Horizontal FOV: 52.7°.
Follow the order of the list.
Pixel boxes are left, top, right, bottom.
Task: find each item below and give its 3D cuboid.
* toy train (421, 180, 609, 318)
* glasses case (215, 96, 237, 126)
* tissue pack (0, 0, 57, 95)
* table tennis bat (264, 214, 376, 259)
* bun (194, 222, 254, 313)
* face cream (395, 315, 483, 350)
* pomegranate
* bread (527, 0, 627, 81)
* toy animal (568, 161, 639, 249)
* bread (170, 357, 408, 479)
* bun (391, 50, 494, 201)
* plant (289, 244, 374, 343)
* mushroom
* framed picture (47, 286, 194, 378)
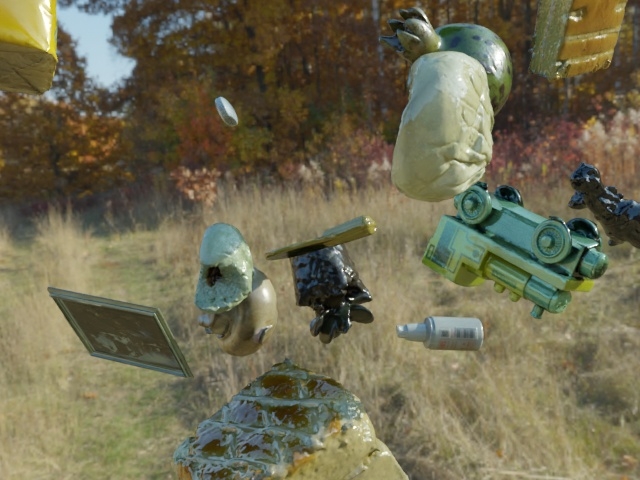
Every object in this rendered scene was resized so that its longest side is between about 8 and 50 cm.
[{"bbox_3d":[0.400,0.026,1.335,0.150,0.237,0.369,6,20,-40],"label":"toy train"},{"bbox_3d":[-0.299,-0.410,2.064,0.045,0.067,0.178,-23,-2,2],"label":"glasses case"},{"bbox_3d":[-0.577,-0.461,1.043,0.293,0.381,0.228,4,-9,-27],"label":"tissue pack"},{"bbox_3d":[0.000,0.000,1.596,0.321,0.050,0.198,-18,-6,37],"label":"table tennis bat"},{"bbox_3d":[-0.215,0.069,1.473,0.127,0.203,0.212,7,-35,-4],"label":"bun"},{"bbox_3d":[0.346,0.274,1.912,0.252,0.101,0.101,3,6,-6],"label":"face cream"},{"bbox_3d":[0.272,-0.381,1.378,0.242,0.306,0.242,-33,20,14],"label":"pomegranate"},{"bbox_3d":[0.591,-0.502,1.485,0.246,0.239,0.111,-19,35,-34],"label":"bread"},{"bbox_3d":[0.726,-0.052,1.541,0.343,0.106,0.168,30,-17,4],"label":"toy animal"},{"bbox_3d":[-0.079,0.476,1.350,0.371,0.279,0.390,-33,19,-22],"label":"bread"},{"bbox_3d":[0.186,-0.162,0.950,0.145,0.229,0.229,14,9,6],"label":"bun"},{"bbox_3d":[0.025,0.145,1.835,0.199,0.276,0.188,-22,-9,19],"label":"plant"},{"bbox_3d":[-0.210,0.176,1.641,0.184,0.254,0.255,8,-3,-41],"label":"mushroom"},{"bbox_3d":[-0.432,0.204,1.389,0.296,0.232,0.019,7,45,24],"label":"framed picture"}]
